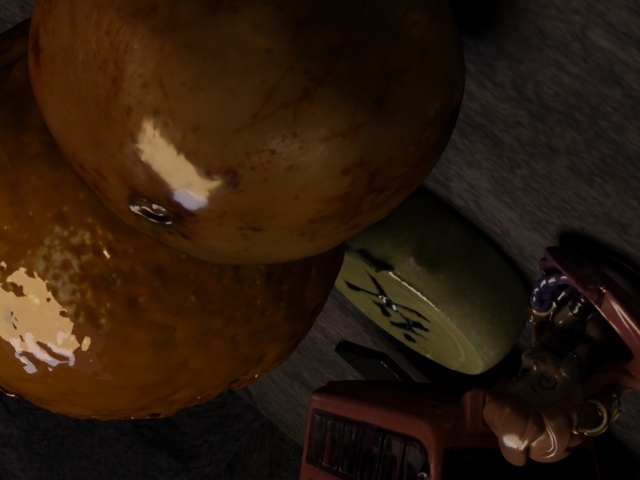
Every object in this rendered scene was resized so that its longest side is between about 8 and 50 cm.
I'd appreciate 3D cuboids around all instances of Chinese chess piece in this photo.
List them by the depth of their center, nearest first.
[{"bbox_3d":[0.083,0.033,1.230,0.188,0.083,0.188,36,164,12],"label":"Chinese chess piece"}]

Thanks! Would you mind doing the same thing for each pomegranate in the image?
[{"bbox_3d":[-0.040,-0.101,0.832,0.248,0.248,0.248,37,167,10],"label":"pomegranate"}]

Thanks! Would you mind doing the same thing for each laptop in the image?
[{"bbox_3d":[0.112,0.198,1.863,0.197,0.016,0.135,43,166,-22],"label":"laptop"}]

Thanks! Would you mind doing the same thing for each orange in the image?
[{"bbox_3d":[-0.149,-0.037,1.106,0.340,0.340,0.293,26,141,45],"label":"orange"}]

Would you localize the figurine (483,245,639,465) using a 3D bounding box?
[{"bbox_3d":[0.182,0.090,1.036,0.114,0.157,0.126,23,177,-43],"label":"figurine"}]

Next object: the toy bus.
[{"bbox_3d":[0.125,0.257,1.519,0.203,0.233,0.427,3,178,-18],"label":"toy bus"}]
